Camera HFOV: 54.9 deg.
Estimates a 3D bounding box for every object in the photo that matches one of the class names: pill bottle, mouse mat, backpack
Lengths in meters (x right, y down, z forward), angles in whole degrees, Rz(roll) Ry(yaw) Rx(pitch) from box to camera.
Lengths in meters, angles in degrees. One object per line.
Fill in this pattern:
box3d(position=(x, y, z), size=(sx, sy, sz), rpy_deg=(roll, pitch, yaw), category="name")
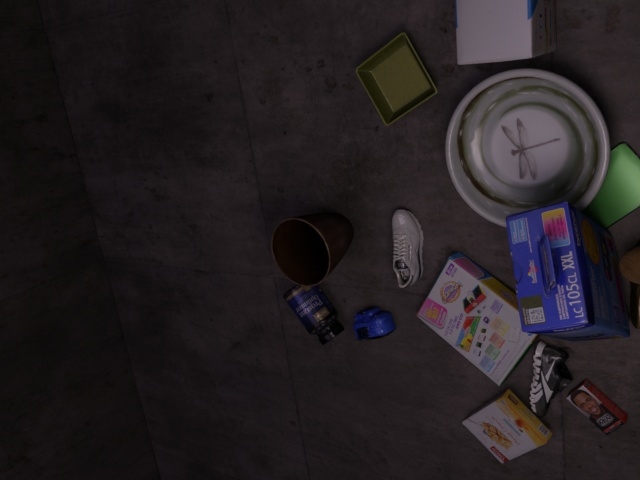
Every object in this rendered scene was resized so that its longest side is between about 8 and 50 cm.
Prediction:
box3d(position=(-0.019, 0.240, 2.099), size=(0.219, 0.122, 0.123), rpy_deg=(53, 129, 6), category="pill bottle")
box3d(position=(0.708, -0.128, 1.499), size=(0.153, 0.007, 0.189), rpy_deg=(52, 128, 7), category="mouse mat")
box3d(position=(0.174, 0.268, 1.987), size=(0.120, 0.098, 0.101), rpy_deg=(-13, 97, 39), category="backpack")

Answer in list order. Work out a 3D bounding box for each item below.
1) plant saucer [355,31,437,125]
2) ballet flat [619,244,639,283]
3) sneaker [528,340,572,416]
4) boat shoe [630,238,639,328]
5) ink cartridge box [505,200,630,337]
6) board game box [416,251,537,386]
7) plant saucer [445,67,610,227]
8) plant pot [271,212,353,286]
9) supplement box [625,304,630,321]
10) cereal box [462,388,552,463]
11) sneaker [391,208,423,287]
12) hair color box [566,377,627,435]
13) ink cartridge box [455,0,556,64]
box3d(position=(0.214, -0.444, 1.702), size=(0.188, 0.045, 0.188), rpy_deg=(-29, 90, 39), category="plant saucer")
box3d(position=(0.846, 0.049, 1.347), size=(0.342, 0.124, 0.116), rpy_deg=(2, 88, 21), category="ballet flat")
box3d(position=(0.642, 0.398, 1.714), size=(0.106, 0.078, 0.235), rpy_deg=(11, 112, 35), category="sneaker")
box3d(position=(0.798, 0.104, 1.491), size=(0.073, 0.080, 0.224), rpy_deg=(1, 98, 5), category="boat shoe")
box3d(position=(0.554, 0.081, 1.395), size=(0.151, 0.395, 0.270), rpy_deg=(-17, 69, 38), category="ink cartridge box")
box3d(position=(0.453, 0.222, 1.761), size=(0.316, 0.064, 0.242), rpy_deg=(41, 128, 25), category="board game box")
box3d(position=(0.515, -0.228, 1.538), size=(0.400, 0.100, 0.401), rpy_deg=(15, 117, 31), category="plant saucer")
box3d(position=(0.000, 0.000, 1.917), size=(0.215, 0.230, 0.216), rpy_deg=(14, 117, 30), category="plant pot")
box3d(position=(0.735, 0.180, 1.555), size=(0.056, 0.083, 0.083), rpy_deg=(-17, 98, 39), category="supplement box")
box3d(position=(0.548, 0.556, 1.829), size=(0.173, 0.047, 0.240), rpy_deg=(45, 143, 13), category="cereal box")
box3d(position=(0.252, 0.024, 1.835), size=(0.090, 0.094, 0.235), rpy_deg=(-3, 105, 38), category="sneaker")
box3d(position=(0.753, 0.453, 1.680), size=(0.141, 0.043, 0.072), rpy_deg=(43, 128, 15), category="hair color box")
box3d(position=(0.427, -0.502, 1.404), size=(0.168, 0.232, 0.172), rpy_deg=(4, 110, 32), category="ink cartridge box")
